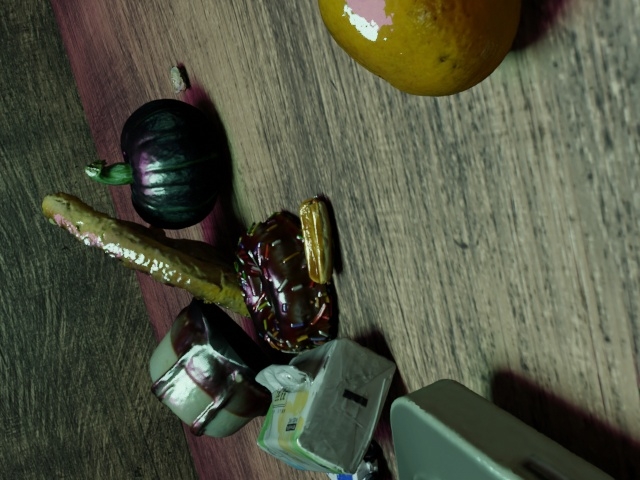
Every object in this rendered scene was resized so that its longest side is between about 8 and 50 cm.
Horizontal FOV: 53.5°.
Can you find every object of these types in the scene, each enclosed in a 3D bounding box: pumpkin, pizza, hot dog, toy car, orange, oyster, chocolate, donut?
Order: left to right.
[{"bbox_3d":[-0.312,-0.140,1.190,0.248,0.248,0.248,45,145,44],"label":"pumpkin"},{"bbox_3d":[-0.284,-0.324,1.272,0.083,0.019,0.054,14,121,59],"label":"oyster"},{"bbox_3d":[-0.254,0.045,1.208,0.392,0.435,0.080,27,93,33],"label":"pizza"},{"bbox_3d":[-0.209,0.259,1.217,0.283,0.186,0.283,46,175,6],"label":"chocolate"},{"bbox_3d":[-0.064,0.075,1.012,0.235,0.089,0.235,42,141,47],"label":"donut"},{"bbox_3d":[0.000,0.000,0.890,0.056,0.041,0.133,13,114,53],"label":"hot dog"},{"bbox_3d":[0.039,0.338,1.006,0.171,0.070,0.080,37,138,53],"label":"toy car"},{"bbox_3d":[0.076,-0.183,0.467,0.134,0.157,0.156,-43,66,41],"label":"orange"}]

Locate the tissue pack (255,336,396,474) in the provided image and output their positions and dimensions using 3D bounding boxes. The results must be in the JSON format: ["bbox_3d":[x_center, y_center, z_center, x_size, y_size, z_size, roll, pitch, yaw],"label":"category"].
[{"bbox_3d":[-0.021,0.226,0.896,0.145,0.159,0.229,28,157,-8],"label":"tissue pack"}]

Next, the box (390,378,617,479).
[{"bbox_3d":[0.201,0.344,0.538,0.373,0.090,0.367,26,131,59],"label":"box"}]
